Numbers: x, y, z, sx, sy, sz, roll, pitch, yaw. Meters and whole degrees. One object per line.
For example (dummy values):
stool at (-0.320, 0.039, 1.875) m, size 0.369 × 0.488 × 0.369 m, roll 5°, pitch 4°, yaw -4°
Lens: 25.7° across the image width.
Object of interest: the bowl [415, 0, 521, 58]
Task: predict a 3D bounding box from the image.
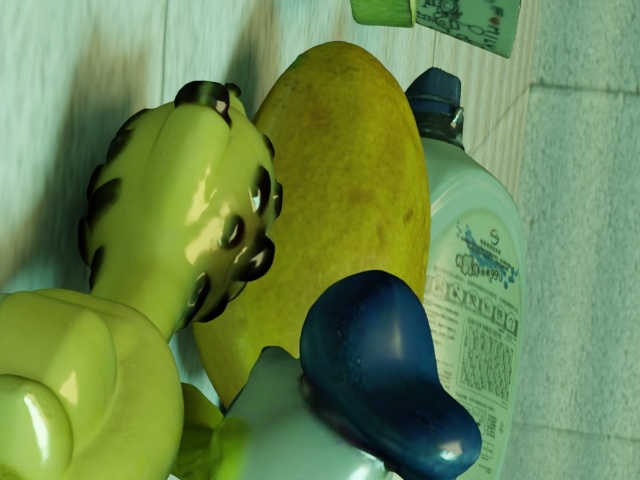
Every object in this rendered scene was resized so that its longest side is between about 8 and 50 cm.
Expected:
bowl at (0.103, -0.244, 1.038) m, size 0.211 × 0.112 × 0.211 m, roll 6°, pitch 90°, yaw -86°

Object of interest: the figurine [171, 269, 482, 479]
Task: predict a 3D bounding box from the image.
figurine at (-0.015, 0.177, 0.532) m, size 0.283 × 0.204 × 0.338 m, roll 166°, pitch -58°, yaw -86°

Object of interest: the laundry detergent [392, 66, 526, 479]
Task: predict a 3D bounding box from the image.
laundry detergent at (0.042, 0.020, 0.878) m, size 0.215 × 0.105 × 0.280 m, roll 19°, pitch 73°, yaw -40°

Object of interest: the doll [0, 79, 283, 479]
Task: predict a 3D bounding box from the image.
doll at (-0.074, 0.028, 0.496) m, size 0.291 × 0.086 × 0.117 m, roll -67°, pitch 168°, yaw -58°

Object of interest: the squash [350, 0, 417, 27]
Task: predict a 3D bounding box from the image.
squash at (0.036, -0.247, 0.830) m, size 0.252 × 0.049 × 0.252 m, roll 1°, pitch 90°, yaw -84°

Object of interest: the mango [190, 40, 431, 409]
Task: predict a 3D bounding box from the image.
mango at (0.000, 0.000, 0.734) m, size 0.147 × 0.109 × 0.227 m, roll 19°, pitch 71°, yaw -44°
